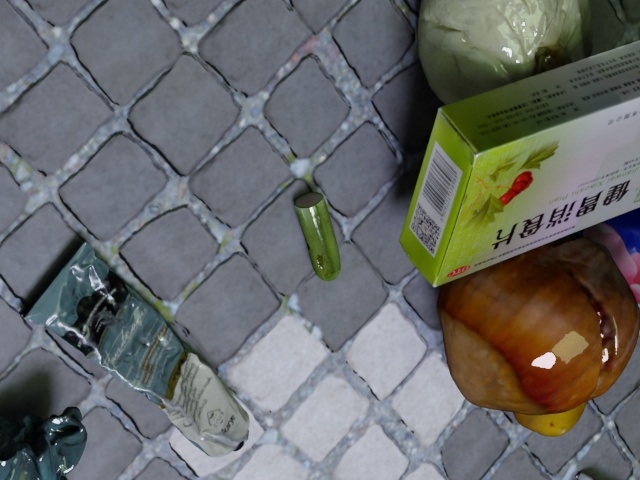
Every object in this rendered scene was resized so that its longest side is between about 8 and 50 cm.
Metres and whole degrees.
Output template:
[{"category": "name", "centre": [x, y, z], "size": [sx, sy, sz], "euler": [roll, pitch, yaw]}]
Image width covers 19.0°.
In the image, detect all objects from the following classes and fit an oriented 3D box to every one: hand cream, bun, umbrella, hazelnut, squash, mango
[{"category": "hand cream", "centre": [-0.143, 0.103, 1.588], "size": [0.248, 0.052, 0.075], "euler": [44, 59, -32]}, {"category": "bun", "centre": [0.167, -0.176, 1.638], "size": [0.164, 0.111, 0.188], "euler": [-20, 120, -31]}, {"category": "umbrella", "centre": [-0.213, 0.289, 1.579], "size": [0.143, 0.094, 0.349], "euler": [-25, 125, -14]}, {"category": "hazelnut", "centre": [0.198, 0.079, 1.729], "size": [0.182, 0.182, 0.182], "euler": [-14, 116, -30]}, {"category": "squash", "centre": [0.000, 0.000, 1.649], "size": [0.027, 0.027, 0.083], "euler": [-30, 122, -21]}, {"category": "mango", "centre": [0.224, 0.134, 1.837], "size": [0.080, 0.060, 0.114], "euler": [-16, 113, -32]}]

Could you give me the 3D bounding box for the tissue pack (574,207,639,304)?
[{"category": "tissue pack", "centre": [0.396, -0.008, 1.764], "size": [0.209, 0.270, 0.137], "euler": [-44, 126, -13]}]

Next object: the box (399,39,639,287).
[{"category": "box", "centre": [0.203, -0.072, 1.639], "size": [0.260, 0.062, 0.175], "euler": [-21, 148, -26]}]

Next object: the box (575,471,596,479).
[{"category": "box", "centre": [0.252, 0.367, 1.969], "size": [0.129, 0.033, 0.247], "euler": [32, 89, -39]}]
